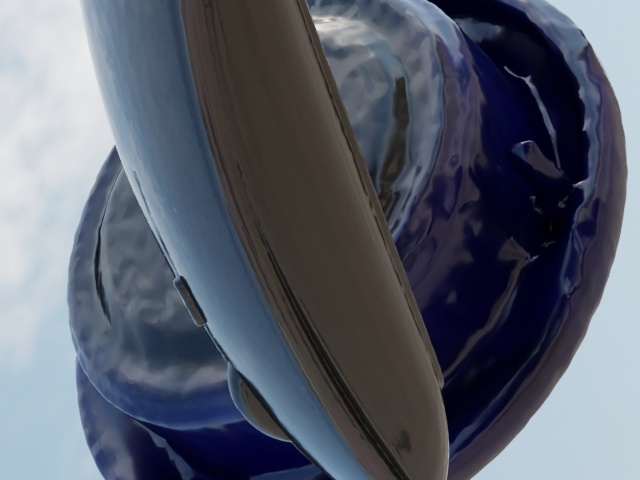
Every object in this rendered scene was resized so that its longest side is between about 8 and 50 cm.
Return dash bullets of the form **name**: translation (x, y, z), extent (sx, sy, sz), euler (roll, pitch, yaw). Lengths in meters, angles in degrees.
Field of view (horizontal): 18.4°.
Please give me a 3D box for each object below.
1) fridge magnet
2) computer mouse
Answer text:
- **fridge magnet**: translation (0.000, 0.000, 0.796), extent (0.113, 0.265, 0.265), euler (39, -115, -40)
- **computer mouse**: translation (-0.025, -0.021, 0.569), extent (0.057, 0.120, 0.232), euler (-25, -69, -11)
